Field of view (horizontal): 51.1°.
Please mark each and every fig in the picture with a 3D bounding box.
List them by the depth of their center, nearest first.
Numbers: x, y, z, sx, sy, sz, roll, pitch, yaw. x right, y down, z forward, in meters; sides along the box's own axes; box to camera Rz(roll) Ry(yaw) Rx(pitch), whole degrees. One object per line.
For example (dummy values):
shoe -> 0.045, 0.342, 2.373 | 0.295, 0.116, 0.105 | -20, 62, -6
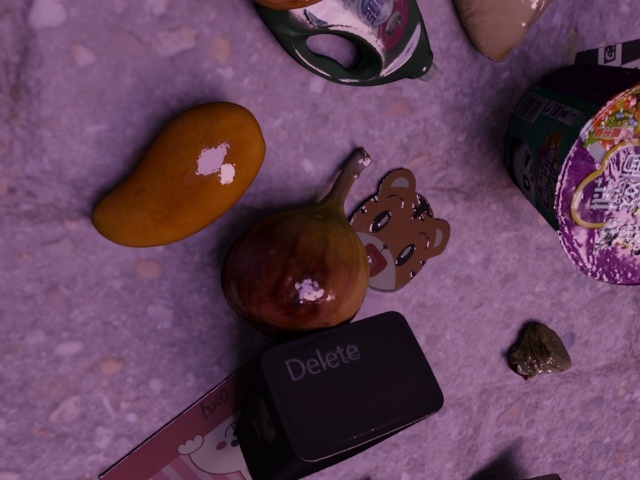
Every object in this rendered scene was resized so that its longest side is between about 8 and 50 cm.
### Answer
fig -> 0.007, 0.014, 0.715 | 0.231, 0.143, 0.160 | -36, 156, -20

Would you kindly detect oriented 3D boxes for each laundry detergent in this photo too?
laundry detergent -> 0.041, -0.217, 0.678 | 0.211, 0.063, 0.137 | 31, 98, -38

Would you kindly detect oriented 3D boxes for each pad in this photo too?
pad -> -0.095, 0.254, 0.841 | 0.300, 0.005, 0.202 | -36, 124, -11

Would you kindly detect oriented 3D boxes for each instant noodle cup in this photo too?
instant noodle cup -> 0.347, -0.098, 0.799 | 0.251, 0.190, 0.251 | -5, 116, -10

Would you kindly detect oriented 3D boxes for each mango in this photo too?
mango -> -0.130, -0.056, 0.638 | 0.184, 0.085, 0.102 | -42, 125, -1

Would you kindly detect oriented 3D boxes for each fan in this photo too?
fan -> 0.062, 0.027, 0.825 | 0.226, 0.008, 0.152 | -45, 126, -7

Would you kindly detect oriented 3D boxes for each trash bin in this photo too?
trash bin -> 0.003, 0.187, 0.735 | 0.165, 0.115, 0.225 | -15, 157, -25

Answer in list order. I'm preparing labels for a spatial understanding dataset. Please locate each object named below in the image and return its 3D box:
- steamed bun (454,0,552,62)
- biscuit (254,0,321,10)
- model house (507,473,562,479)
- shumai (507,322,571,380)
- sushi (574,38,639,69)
steamed bun -> 0.228, -0.337, 0.703 | 0.212, 0.110, 0.231 | -40, 127, -8
biscuit -> 0.017, -0.366, 0.544 | 0.351, 0.057, 0.312 | -19, 103, -15
model house -> 0.286, 0.569, 1.101 | 0.282, 0.297, 0.317 | 56, 42, -43
shumai -> 0.326, 0.178, 1.021 | 0.083, 0.082, 0.080 | 41, 127, -8
sushi -> 0.445, -0.180, 0.928 | 0.215, 0.050, 0.192 | -18, 119, -22
